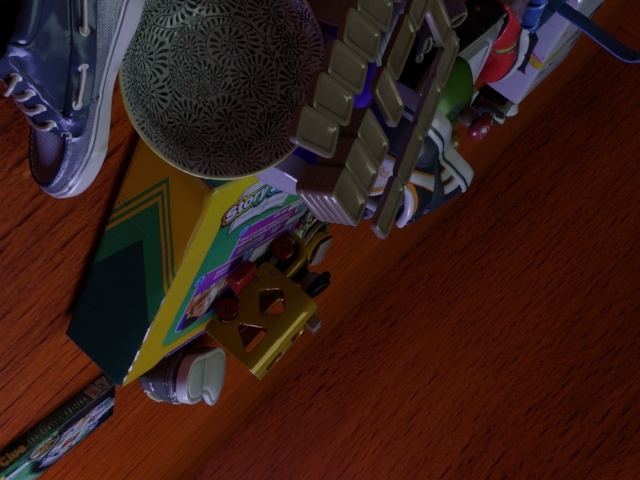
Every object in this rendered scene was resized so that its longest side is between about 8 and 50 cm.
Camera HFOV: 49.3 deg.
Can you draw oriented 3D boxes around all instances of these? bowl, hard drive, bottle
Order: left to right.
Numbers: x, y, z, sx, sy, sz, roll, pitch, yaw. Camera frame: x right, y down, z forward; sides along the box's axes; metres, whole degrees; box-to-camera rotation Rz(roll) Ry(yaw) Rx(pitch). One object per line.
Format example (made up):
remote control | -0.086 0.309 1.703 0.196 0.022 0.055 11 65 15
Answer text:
bowl | -0.086 -0.140 0.567 0.170 0.170 0.080 -47 -148 -7
bottle | 0.017 -0.180 0.663 0.282 0.092 0.118 -64 166 -11
hard drive | 0.165 -0.243 1.198 0.339 0.064 0.237 -40 165 -23

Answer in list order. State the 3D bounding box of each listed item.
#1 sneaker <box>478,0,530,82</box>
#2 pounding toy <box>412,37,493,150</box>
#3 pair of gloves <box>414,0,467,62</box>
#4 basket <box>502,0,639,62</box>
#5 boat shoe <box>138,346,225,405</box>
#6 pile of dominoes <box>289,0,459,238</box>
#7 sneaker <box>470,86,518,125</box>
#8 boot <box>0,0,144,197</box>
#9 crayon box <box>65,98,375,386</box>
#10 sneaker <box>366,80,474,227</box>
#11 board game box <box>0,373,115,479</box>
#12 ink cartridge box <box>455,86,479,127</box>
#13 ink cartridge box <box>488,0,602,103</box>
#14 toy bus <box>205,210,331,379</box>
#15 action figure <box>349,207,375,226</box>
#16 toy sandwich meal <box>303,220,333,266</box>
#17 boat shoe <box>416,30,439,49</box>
sneaker | 0.320 -0.386 1.292 0.118 0.107 0.279 -26 159 -12
pounding toy | 0.194 -0.186 1.076 0.183 0.110 0.237 -49 167 8
pair of gloves | 0.139 -0.323 0.713 0.240 0.042 0.204 114 -18 -67
basket | 0.343 -0.377 0.877 0.201 0.289 0.254 -44 168 -19
boat shoe | -0.239 0.243 1.264 0.305 0.091 0.109 65 30 -79
pile of dominoes | 0.046 -0.140 0.619 0.196 0.040 0.251 49 58 -53
sneaker | 0.452 -0.365 1.785 0.271 0.100 0.108 -36 149 -55
boot | -0.185 -0.105 0.461 0.086 0.069 0.190 -20 142 -51
crayon box | -0.104 -0.029 0.853 0.363 0.106 0.313 -34 160 -52
sneaker | 0.101 -0.088 0.867 0.127 0.126 0.321 -55 160 4
board game box | -0.412 0.308 1.019 0.260 0.030 0.136 -39 167 -37
ink cartridge box | 0.243 -0.259 1.429 0.150 0.063 0.109 -38 164 -39
ink cartridge box | 0.475 -0.465 1.439 0.226 0.131 0.306 -42 165 -25
toy bus | -0.047 0.080 0.877 0.191 0.104 0.202 -34 161 -55
action figure | 0.166 -0.125 1.396 0.285 0.099 0.185 -25 -176 -35
toy sandwich meal | 0.000 0.000 0.999 0.085 0.029 0.085 -49 171 -11
boat shoe | 0.166 -0.316 1.025 0.056 0.048 0.153 -50 168 7
